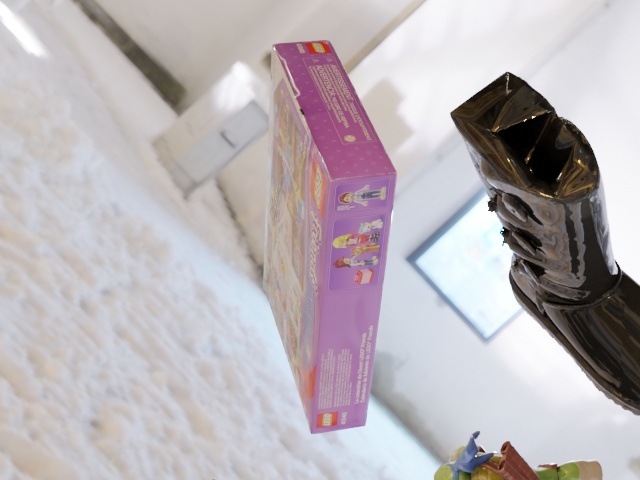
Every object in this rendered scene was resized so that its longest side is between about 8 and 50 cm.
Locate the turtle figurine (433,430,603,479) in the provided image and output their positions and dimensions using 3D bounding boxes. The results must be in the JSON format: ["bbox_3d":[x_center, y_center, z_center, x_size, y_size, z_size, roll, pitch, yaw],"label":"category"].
[{"bbox_3d":[0.250,0.378,1.567,0.266,0.274,0.198,8,15,-18],"label":"turtle figurine"}]

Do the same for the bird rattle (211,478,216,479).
[{"bbox_3d":[-0.115,0.406,1.306,0.143,0.253,0.207,5,-10,15],"label":"bird rattle"}]

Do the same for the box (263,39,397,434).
[{"bbox_3d":[0.000,0.000,1.010,0.201,0.057,0.293,-111,-161,-47],"label":"box"}]

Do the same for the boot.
[{"bbox_3d":[0.352,0.025,1.433,0.367,0.146,0.445,36,-17,33],"label":"boot"}]
